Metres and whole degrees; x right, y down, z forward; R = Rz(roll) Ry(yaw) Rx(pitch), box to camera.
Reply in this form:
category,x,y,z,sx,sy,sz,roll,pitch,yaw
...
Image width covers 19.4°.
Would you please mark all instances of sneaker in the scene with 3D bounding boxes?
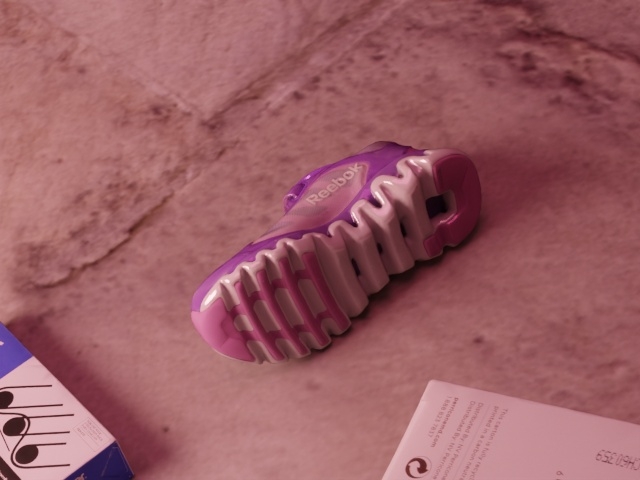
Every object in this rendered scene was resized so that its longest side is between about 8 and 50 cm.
category,x,y,z,sx,sy,sz,roll,pitch,yaw
sneaker,0.000,0.000,1.362,0.236,0.095,0.104,-33,39,-19

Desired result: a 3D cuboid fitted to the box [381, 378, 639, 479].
category,x,y,z,sx,sy,sz,roll,pitch,yaw
box,0.120,0.199,1.100,0.182,0.119,0.181,10,52,28

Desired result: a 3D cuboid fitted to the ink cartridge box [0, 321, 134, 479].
category,x,y,z,sx,sy,sz,roll,pitch,yaw
ink cartridge box,-0.232,0.129,1.343,0.097,0.046,0.207,-37,47,-18
